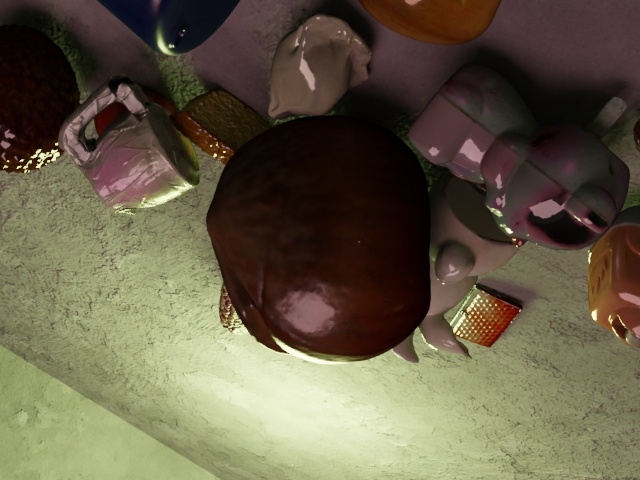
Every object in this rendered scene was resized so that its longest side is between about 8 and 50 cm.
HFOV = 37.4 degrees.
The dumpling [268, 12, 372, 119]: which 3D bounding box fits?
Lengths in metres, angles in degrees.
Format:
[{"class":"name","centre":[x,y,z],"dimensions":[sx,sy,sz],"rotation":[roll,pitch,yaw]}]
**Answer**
[{"class":"dumpling","centre":[0.005,-0.253,1.409],"dimensions":[0.151,0.124,0.229],"rotation":[-4,156,-19]}]

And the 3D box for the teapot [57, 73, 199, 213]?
[{"class":"teapot","centre":[-0.322,-0.141,1.582],"dimensions":[0.178,0.163,0.221],"rotation":[-29,147,9]}]

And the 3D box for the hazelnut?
[{"class":"hazelnut","centre":[0.000,0.000,1.491],"dimensions":[0.359,0.409,0.359],"rotation":[0,143,0]}]

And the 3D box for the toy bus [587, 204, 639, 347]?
[{"class":"toy bus","centre":[0.549,0.078,1.445],"dimensions":[0.288,0.232,0.194],"rotation":[22,145,5]}]

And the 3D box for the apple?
[{"class":"apple","centre":[0.138,-0.328,1.163],"dimensions":[0.199,0.199,0.199],"rotation":[16,147,11]}]

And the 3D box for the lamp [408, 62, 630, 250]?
[{"class":"lamp","centre":[0.301,-0.130,1.333],"dimensions":[0.301,0.247,0.247],"rotation":[38,-173,8]}]

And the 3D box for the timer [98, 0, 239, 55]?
[{"class":"timer","centre":[-0.276,-0.442,1.207],"dimensions":[0.383,0.270,0.270],"rotation":[33,148,6]}]

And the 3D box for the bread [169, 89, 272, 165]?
[{"class":"bread","centre":[-0.160,-0.187,1.612],"dimensions":[0.187,0.103,0.065],"rotation":[36,146,-17]}]

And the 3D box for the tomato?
[{"class":"tomato","centre":[-0.342,-0.206,1.718],"dimensions":[0.166,0.082,0.174],"rotation":[26,150,-3]}]

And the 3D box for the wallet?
[{"class":"wallet","centre":[0.324,0.155,1.888],"dimensions":[0.103,0.020,0.196],"rotation":[22,148,2]}]

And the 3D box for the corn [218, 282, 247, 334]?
[{"class":"corn","centre":[-0.174,0.115,2.077],"dimensions":[0.092,0.092,0.280],"rotation":[20,145,5]}]

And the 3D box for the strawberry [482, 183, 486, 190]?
[{"class":"strawberry","centre":[0.324,-0.090,1.489],"dimensions":[0.152,0.048,0.104],"rotation":[25,117,-10]}]

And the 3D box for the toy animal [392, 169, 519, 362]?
[{"class":"toy animal","centre":[0.209,0.041,1.602],"dimensions":[0.183,0.247,0.310],"rotation":[13,136,-21]}]

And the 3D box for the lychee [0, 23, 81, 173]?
[{"class":"lychee","centre":[-0.533,-0.239,1.624],"dimensions":[0.260,0.260,0.260],"rotation":[16,147,11]}]

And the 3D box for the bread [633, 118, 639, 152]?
[{"class":"bread","centre":[0.532,-0.118,1.304],"dimensions":[0.232,0.088,0.128],"rotation":[34,156,-29]}]
